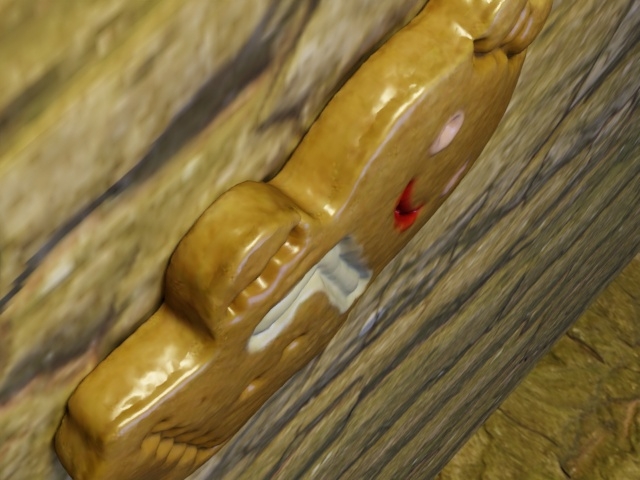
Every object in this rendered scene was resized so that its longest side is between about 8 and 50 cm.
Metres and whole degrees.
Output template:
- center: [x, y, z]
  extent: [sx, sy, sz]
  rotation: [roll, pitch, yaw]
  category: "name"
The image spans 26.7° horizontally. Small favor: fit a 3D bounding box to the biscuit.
- center: [0.002, 0.002, 0.513]
  extent: [0.249, 0.035, 0.184]
  rotation: [-48, 166, -6]
  category: "biscuit"
